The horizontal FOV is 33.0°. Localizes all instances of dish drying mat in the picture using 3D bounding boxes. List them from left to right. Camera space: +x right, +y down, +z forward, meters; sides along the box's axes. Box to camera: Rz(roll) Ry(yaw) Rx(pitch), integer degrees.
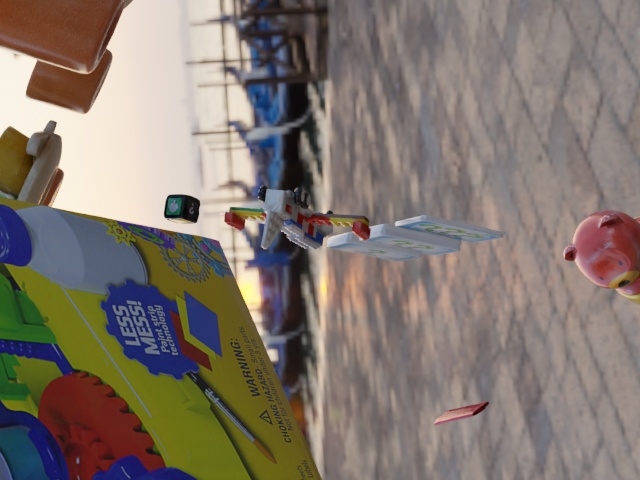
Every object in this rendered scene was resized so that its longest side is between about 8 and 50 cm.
[{"bbox_3d":[0.172,0.213,1.322,0.083,0.032,0.008,-28,91,56],"label":"dish drying mat"}]

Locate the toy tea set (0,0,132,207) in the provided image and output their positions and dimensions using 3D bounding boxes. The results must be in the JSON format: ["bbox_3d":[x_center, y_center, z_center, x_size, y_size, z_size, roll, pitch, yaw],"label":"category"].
[{"bbox_3d":[-0.245,-0.131,0.858,0.336,0.124,0.200,-60,11,27],"label":"toy tea set"}]

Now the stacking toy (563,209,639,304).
[{"bbox_3d":[0.448,-0.005,1.265,0.309,0.130,0.279,-55,35,28],"label":"stacking toy"}]

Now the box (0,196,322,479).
[{"bbox_3d":[-0.134,0.143,0.333,0.177,0.279,0.290,-44,56,28],"label":"box"}]

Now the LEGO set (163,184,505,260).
[{"bbox_3d":[0.000,0.000,0.887,0.182,0.244,0.060,-13,67,64],"label":"LEGO set"}]
